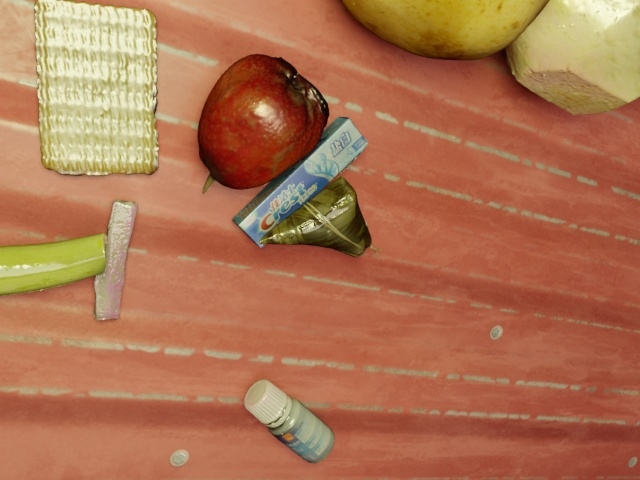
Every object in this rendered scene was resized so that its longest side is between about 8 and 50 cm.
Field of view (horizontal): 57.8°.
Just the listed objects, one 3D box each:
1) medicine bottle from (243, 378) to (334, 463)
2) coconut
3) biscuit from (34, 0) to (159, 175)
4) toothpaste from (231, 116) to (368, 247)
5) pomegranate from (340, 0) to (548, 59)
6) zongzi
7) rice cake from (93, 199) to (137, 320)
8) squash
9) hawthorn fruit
[{"bbox_3d":[-0.061,0.352,1.133,0.083,0.083,0.203,-44,116,-6],"label":"medicine bottle"},{"bbox_3d":[0.496,-0.391,1.027,0.353,0.353,0.352,-7,107,-22],"label":"coconut"},{"bbox_3d":[-0.335,-0.225,0.879,0.172,0.029,0.254,-2,105,-24],"label":"biscuit"},{"bbox_3d":[-0.035,-0.105,1.030,0.272,0.053,0.066,-44,117,-6],"label":"toothpaste"},{"bbox_3d":[0.199,-0.474,0.832,0.417,0.417,0.416,-7,107,-22],"label":"pomegranate"},{"bbox_3d":[0.000,0.000,1.033,0.184,0.084,0.187,-34,140,-4],"label":"zongzi"},{"bbox_3d":[-0.336,0.033,0.948,0.047,0.036,0.206,12,100,-16],"label":"rice cake"},{"bbox_3d":[-0.447,0.040,0.870,0.250,0.083,0.083,-8,108,-16],"label":"squash"},{"bbox_3d":[-0.113,-0.174,0.921,0.251,0.189,0.189,-40,118,13],"label":"hawthorn fruit"}]
